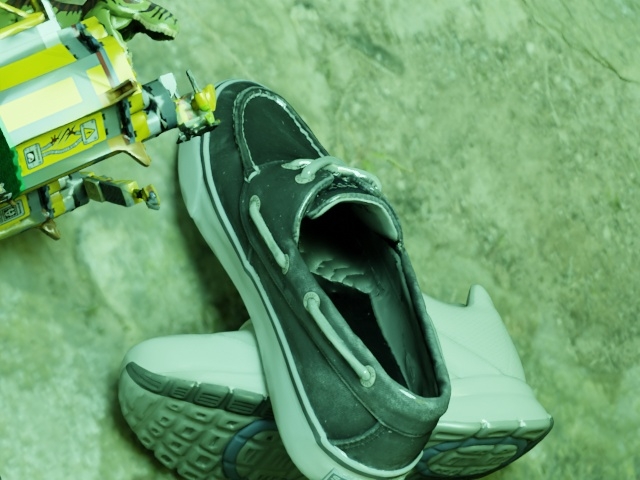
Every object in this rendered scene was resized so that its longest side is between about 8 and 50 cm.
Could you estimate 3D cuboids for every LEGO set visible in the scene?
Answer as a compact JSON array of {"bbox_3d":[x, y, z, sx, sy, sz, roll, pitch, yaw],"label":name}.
[{"bbox_3d":[-0.127,-0.134,0.929,0.192,0.331,0.255,-25,82,-19],"label":"LEGO set"}]

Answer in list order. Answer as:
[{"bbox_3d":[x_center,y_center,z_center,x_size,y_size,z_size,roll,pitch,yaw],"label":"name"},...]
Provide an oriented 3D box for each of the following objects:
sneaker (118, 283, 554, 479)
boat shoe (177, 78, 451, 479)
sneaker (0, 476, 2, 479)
[{"bbox_3d":[0.004,0.082,1.130,0.297,0.111,0.129,6,56,-35],"label":"sneaker"},{"bbox_3d":[0.000,0.000,1.050,0.108,0.102,0.301,8,44,-29],"label":"boat shoe"},{"bbox_3d":[-0.254,0.231,0.890,0.178,0.123,0.296,12,75,-44],"label":"sneaker"}]
